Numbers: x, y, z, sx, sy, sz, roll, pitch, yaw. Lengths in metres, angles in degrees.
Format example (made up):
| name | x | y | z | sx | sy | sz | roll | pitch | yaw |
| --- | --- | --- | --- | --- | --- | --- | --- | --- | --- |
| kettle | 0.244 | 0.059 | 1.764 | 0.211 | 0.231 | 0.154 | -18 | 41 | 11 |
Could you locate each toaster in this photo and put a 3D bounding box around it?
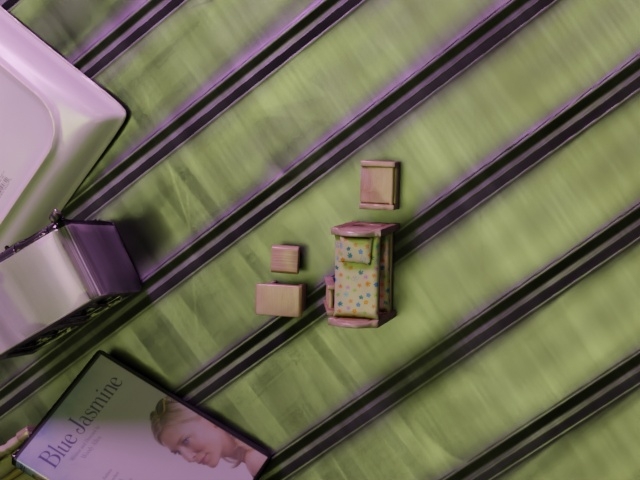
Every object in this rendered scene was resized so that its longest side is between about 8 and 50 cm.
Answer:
| name | x | y | z | sx | sy | sz | roll | pitch | yaw |
| --- | --- | --- | --- | --- | --- | --- | --- | --- | --- |
| toaster | -0.319 | 0.051 | 1.642 | 0.168 | 0.185 | 0.110 | -31 | 84 | 10 |

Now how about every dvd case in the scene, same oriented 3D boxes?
| name | x | y | z | sx | sy | sz | roll | pitch | yaw |
| --- | --- | --- | --- | --- | --- | --- | --- | --- | --- |
| dvd case | -0.207 | 0.257 | 1.645 | 0.253 | 0.180 | 0.022 | 30 | 145 | 8 |

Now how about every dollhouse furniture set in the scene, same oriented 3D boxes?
| name | x | y | z | sx | sy | sz | roll | pitch | yaw |
| --- | --- | --- | --- | --- | --- | --- | --- | --- | --- |
| dollhouse furniture set | 0.000 | 0.000 | 1.589 | 0.160 | 0.101 | 0.182 | 3 | 96 | 16 |

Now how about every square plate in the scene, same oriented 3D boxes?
| name | x | y | z | sx | sy | sz | roll | pitch | yaw |
| --- | --- | --- | --- | --- | --- | --- | --- | --- | --- |
| square plate | -0.465 | -0.127 | 1.743 | 0.344 | 0.049 | 0.347 | 40 | 105 | 10 |

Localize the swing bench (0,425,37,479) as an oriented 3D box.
| name | x | y | z | sx | sy | sz | roll | pitch | yaw |
| --- | --- | --- | --- | --- | --- | --- | --- | --- | --- |
| swing bench | -0.368 | 0.400 | 1.697 | 0.253 | 0.165 | 0.255 | -34 | 59 | 18 |
